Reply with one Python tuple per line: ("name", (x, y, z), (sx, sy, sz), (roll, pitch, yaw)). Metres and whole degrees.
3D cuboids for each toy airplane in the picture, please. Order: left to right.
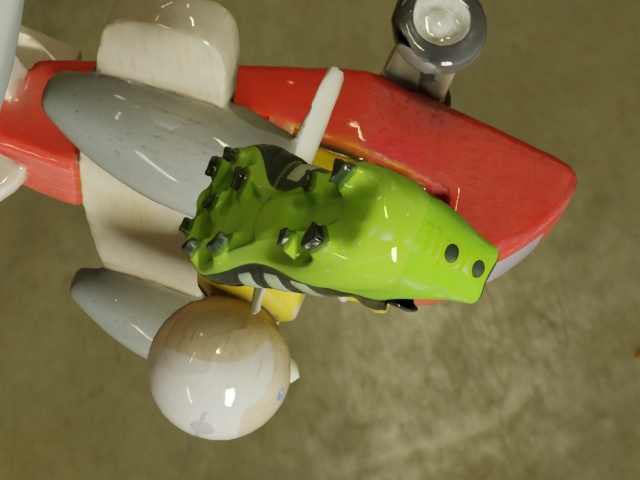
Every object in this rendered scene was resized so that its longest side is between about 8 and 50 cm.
("toy airplane", (-0.085, -0.015, 0.971), (0.384, 0.272, 0.386), (-14, 157, 36))

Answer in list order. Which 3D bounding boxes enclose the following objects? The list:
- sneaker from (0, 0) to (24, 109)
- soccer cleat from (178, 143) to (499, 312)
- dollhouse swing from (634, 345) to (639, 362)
("sneaker", (-0.129, -0.009, 0.294), (0.094, 0.091, 0.258), (19, 69, 6))
("soccer cleat", (0.000, 0.000, 0.602), (0.072, 0.179, 0.060), (27, 83, -24))
("dollhouse swing", (0.461, 0.128, 1.106), (0.347, 0.305, 0.315), (44, 96, -3))
